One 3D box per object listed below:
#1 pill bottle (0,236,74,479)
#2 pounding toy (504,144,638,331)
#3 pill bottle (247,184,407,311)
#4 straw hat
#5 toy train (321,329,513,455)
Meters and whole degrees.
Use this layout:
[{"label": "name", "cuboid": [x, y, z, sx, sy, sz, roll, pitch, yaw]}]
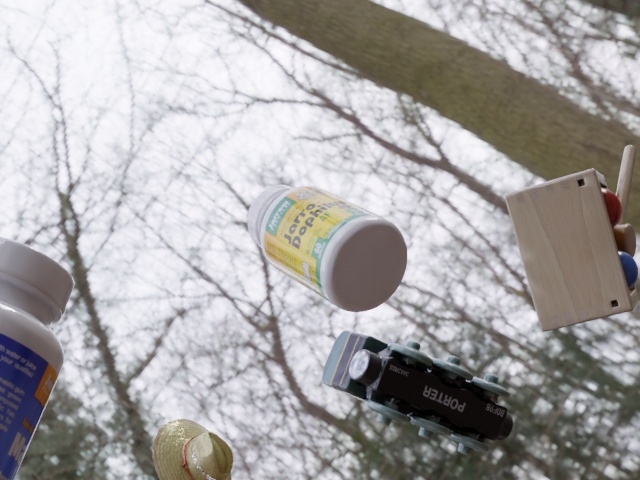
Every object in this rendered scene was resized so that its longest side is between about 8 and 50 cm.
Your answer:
[{"label": "pill bottle", "cuboid": [-0.327, 0.137, 0.981, 0.152, 0.152, 0.272, 56, -134, -51]}, {"label": "pounding toy", "cuboid": [0.218, -0.006, 0.872, 0.141, 0.100, 0.130, -3, -102, -71]}, {"label": "pill bottle", "cuboid": [0.000, 0.000, 1.306, 0.117, 0.208, 0.117, -13, -65, -30]}, {"label": "straw hat", "cuboid": [-0.150, 0.293, 1.442, 0.061, 0.144, 0.144, -36, -23, 33]}, {"label": "toy train", "cuboid": [0.163, 0.248, 1.782, 0.334, 0.190, 0.142, 25, -98, -30]}]
